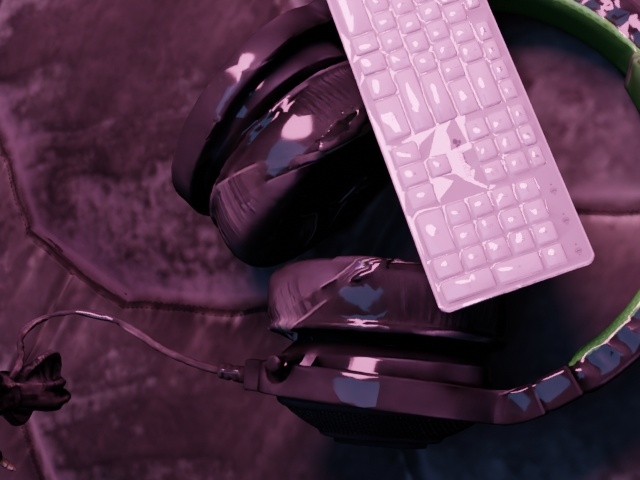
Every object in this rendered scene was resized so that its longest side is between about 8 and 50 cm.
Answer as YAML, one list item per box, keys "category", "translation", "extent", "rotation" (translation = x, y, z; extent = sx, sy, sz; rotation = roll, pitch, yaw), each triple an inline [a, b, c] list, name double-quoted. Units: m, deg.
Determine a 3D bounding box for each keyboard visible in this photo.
- category: "keyboard"
  translation: [0.049, -0.093, 0.516]
  extent: [0.072, 0.014, 0.256]
  rotation: [-17, 70, -3]

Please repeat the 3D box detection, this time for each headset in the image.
- category: "headset"
  translation: [0.000, 0.000, 0.543]
  extent: [0.394, 0.185, 0.243]
  rotation: [-26, 76, 10]
